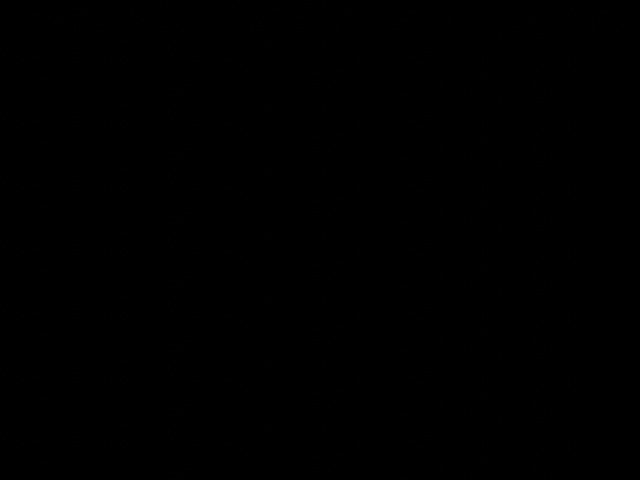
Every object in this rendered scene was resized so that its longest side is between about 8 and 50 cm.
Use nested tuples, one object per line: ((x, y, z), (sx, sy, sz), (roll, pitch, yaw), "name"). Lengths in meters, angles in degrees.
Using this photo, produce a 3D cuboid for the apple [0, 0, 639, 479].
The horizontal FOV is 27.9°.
((0.000, 0.000, 0.150), (0.338, 0.305, 0.338), (-5, 32, 3), "apple")
